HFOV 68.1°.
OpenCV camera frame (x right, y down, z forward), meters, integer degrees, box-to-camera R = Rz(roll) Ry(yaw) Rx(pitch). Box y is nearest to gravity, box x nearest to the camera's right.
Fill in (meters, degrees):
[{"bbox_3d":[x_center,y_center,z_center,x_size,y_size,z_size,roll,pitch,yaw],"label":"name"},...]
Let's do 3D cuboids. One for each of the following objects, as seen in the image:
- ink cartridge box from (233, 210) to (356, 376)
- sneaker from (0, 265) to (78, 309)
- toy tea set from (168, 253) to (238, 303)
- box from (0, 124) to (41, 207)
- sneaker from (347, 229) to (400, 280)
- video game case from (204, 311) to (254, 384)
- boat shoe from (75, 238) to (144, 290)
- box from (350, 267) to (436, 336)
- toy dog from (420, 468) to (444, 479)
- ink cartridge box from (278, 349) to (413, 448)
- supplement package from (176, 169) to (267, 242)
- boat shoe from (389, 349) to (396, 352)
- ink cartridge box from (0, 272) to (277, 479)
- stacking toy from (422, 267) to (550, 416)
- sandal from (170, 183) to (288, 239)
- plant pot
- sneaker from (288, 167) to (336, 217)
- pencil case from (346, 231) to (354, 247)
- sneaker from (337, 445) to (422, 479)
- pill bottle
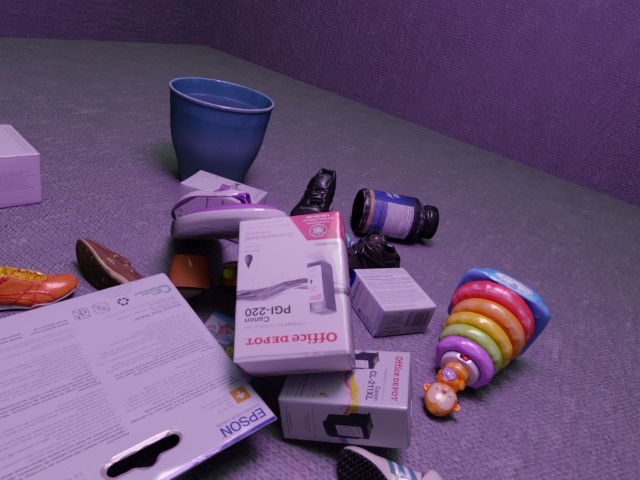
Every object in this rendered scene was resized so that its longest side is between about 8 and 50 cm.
[{"bbox_3d":[-0.037,0.077,0.687,0.159,0.092,0.217,-6,64,6],"label":"ink cartridge box"},{"bbox_3d":[-0.485,0.073,0.759,0.175,0.067,0.064,-6,33,-37],"label":"sneaker"},{"bbox_3d":[-0.108,0.097,0.863,0.337,0.124,0.200,1,-8,10],"label":"toy tea set"},{"bbox_3d":[-0.721,-0.157,1.002,0.181,0.118,0.182,35,34,32],"label":"box"},{"bbox_3d":[0.071,0.029,1.052,0.228,0.130,0.087,11,27,-4],"label":"sneaker"},{"bbox_3d":[-0.155,0.185,0.773,0.119,0.015,0.166,18,28,5],"label":"video game case"},{"bbox_3d":[-0.375,0.055,0.855,0.178,0.064,0.060,36,28,22],"label":"boat shoe"},{"bbox_3d":[0.140,0.123,0.972,0.126,0.072,0.137,0,32,-26],"label":"box"},{"bbox_3d":[0.123,0.406,0.239,0.408,0.284,0.396,32,33,25],"label":"toy dog"},{"bbox_3d":[0.043,0.221,0.685,0.175,0.072,0.127,-1,22,13],"label":"ink cartridge box"},{"bbox_3d":[-0.232,-0.080,1.120,0.180,0.105,0.105,19,27,5],"label":"supplement package"},{"bbox_3d":[0.108,0.221,0.807,0.038,0.046,0.125,31,29,26],"label":"boat shoe"},{"bbox_3d":[-0.283,0.199,0.614,0.324,0.071,0.330,-16,46,-40],"label":"ink cartridge box"},{"bbox_3d":[0.268,0.199,0.853,0.175,0.165,0.302,33,47,22],"label":"stacking toy"},{"bbox_3d":[-0.203,-0.055,0.892,0.170,0.102,0.416,-1,-2,-32],"label":"sandal"},{"bbox_3d":[-0.285,-0.279,1.297,0.272,0.255,0.271,13,28,-7],"label":"plant pot"},{"bbox_3d":[-0.016,-0.116,1.272,0.107,0.124,0.283,15,28,1],"label":"sneaker"},{"bbox_3d":[0.000,0.000,1.134,0.152,0.064,0.070,11,67,-6],"label":"pencil case"},{"bbox_3d":[0.099,0.324,0.623,0.161,0.057,0.075,21,1,28],"label":"sneaker"},{"bbox_3d":[0.204,-0.066,1.294,0.220,0.122,0.122,9,29,-12],"label":"pill bottle"}]
